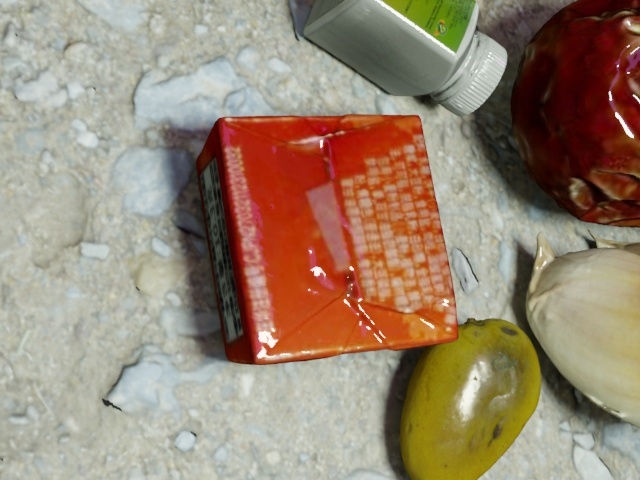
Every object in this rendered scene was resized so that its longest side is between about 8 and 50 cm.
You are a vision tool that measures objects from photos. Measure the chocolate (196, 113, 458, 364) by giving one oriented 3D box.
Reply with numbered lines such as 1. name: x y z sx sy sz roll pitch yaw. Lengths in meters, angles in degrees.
1. chocolate: 0.000 0.000 1.387 0.235 0.108 0.237 -5 81 -31

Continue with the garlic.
1. garlic: 0.397 0.072 1.508 0.249 0.313 0.286 53 47 -33

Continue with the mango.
1. mango: 0.150 0.168 1.435 0.137 0.098 0.195 31 69 -24

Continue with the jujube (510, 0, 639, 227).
1. jujube: 0.383 -0.140 1.545 0.377 0.276 0.276 9 73 -25

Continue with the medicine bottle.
1. medicine bottle: 0.095 -0.214 1.479 0.188 0.132 0.088 32 63 -20
